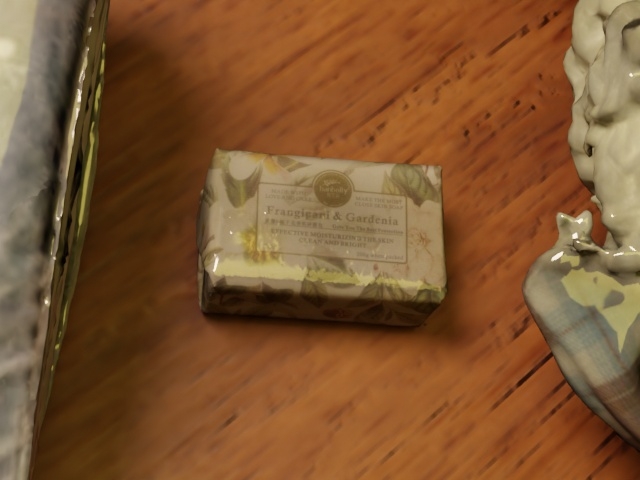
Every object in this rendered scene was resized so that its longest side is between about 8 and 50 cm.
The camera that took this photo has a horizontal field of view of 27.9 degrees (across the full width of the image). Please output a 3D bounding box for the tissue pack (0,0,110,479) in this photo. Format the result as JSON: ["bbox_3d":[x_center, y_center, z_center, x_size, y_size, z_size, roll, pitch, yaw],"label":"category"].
[{"bbox_3d":[-0.253,-0.035,0.404,0.361,0.122,0.259,8,87,-11],"label":"tissue pack"}]

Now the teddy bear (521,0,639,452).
[{"bbox_3d":[0.168,-0.138,0.561,0.327,0.362,0.375,11,23,-26],"label":"teddy bear"}]

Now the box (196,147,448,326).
[{"bbox_3d":[0.000,0.000,0.511,0.098,0.045,0.062,2,69,-10],"label":"box"}]
